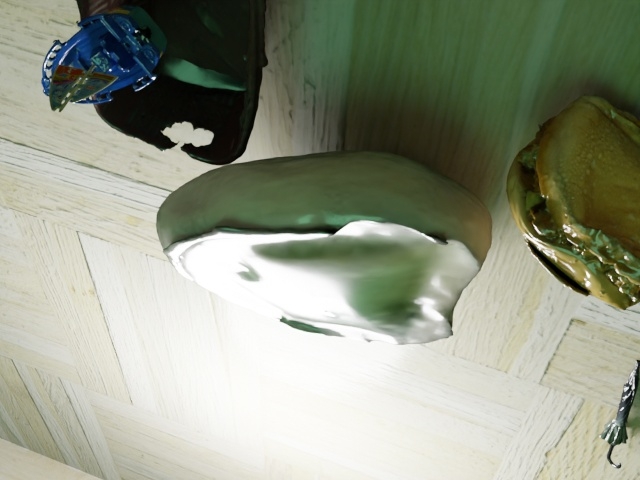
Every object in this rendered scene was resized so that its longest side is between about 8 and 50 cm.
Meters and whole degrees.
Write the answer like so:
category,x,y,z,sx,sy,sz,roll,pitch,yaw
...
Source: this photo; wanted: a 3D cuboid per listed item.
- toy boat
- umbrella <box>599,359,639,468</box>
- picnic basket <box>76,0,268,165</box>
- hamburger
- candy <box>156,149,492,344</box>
category,x,y,z,sx,sy,sz,roll,pitch,yaw
toy boat,-0.249,-0.173,0.788,0.175,0.110,0.091,-12,130,39
umbrella,0.461,0.269,1.169,0.044,0.044,0.269,44,153,45
picnic basket,-0.147,-0.241,0.850,0.223,0.129,0.296,21,143,5
hamburger,0.294,-0.043,0.771,0.214,0.213,0.108,30,145,-4
candy,0.000,0.000,0.962,0.427,0.186,0.386,1,156,13
